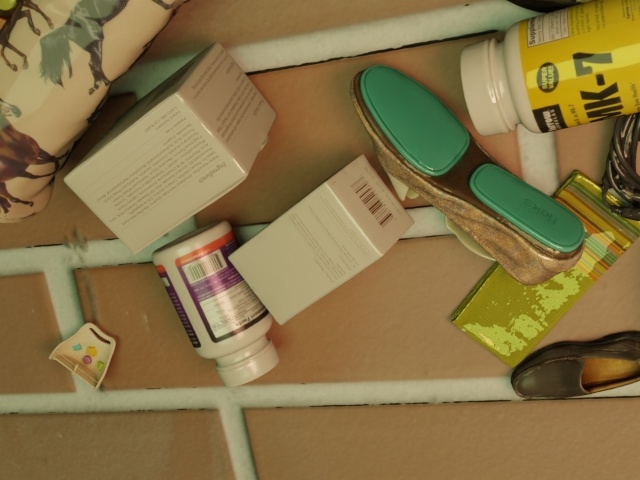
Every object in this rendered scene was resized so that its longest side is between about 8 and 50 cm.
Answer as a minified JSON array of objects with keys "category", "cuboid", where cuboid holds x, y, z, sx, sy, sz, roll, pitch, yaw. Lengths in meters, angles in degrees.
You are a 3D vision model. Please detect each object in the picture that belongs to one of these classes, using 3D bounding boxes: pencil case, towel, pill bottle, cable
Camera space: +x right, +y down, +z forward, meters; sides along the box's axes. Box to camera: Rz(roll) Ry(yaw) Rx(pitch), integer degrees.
[{"category":"pencil case","cuboid":[-0.283,-0.219,0.957,0.160,0.183,0.410,37,104,-13]},{"category":"towel","cuboid":[0.259,0.039,0.969,0.102,0.021,0.237,38,114,5]},{"category":"pill bottle","cuboid":[-0.126,0.081,1.057,0.108,0.108,0.194,-20,99,22]},{"category":"cable","cuboid":[0.397,-0.083,0.880,0.184,0.047,0.151,12,102,11]},{"category":"pill bottle","cuboid":[0.256,-0.175,0.848,0.208,0.119,0.119,-11,103,25]}]

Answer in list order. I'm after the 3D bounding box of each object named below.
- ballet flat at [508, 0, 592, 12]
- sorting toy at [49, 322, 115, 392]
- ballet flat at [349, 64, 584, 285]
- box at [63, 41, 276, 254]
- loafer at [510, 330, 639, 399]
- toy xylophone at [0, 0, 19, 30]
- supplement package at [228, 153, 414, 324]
[{"category":"ballet flat","cuboid":[0.205,-0.274,0.873,0.173,0.057,0.049,19,90,8]},{"category":"sorting toy","cuboid":[-0.325,0.158,1.183,0.083,0.045,0.075,36,106,5]},{"category":"ballet flat","cuboid":[0.143,-0.061,0.930,0.316,0.107,0.106,44,147,12]},{"category":"box","cuboid":[-0.165,-0.109,0.961,0.182,0.181,0.119,-32,111,24]},{"category":"loafer","cuboid":[0.300,0.151,0.967,0.170,0.061,0.062,-23,99,23]},{"category":"toy xylophone","cuboid":[-0.457,-0.329,1.048,0.236,0.081,0.323,14,113,14]},{"category":"supplement package","cuboid":[0.000,0.000,0.976,0.179,0.105,0.105,-35,94,36]}]
